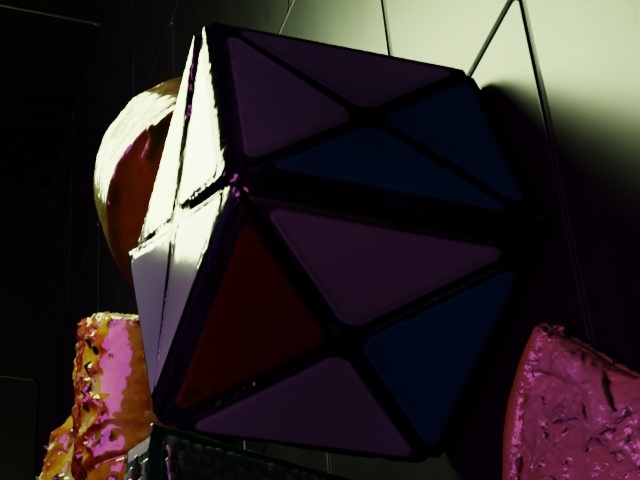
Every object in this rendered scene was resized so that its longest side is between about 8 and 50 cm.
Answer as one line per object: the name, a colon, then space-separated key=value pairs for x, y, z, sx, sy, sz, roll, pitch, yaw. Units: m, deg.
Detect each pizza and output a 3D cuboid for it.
pizza: x=0.170 y=0.150 z=1.132 sx=0.262 sy=0.034 sz=0.181 roll=-170 pitch=90 yaw=-73

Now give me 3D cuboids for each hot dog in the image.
hot dog: x=-0.240 y=0.266 z=2.159 sx=0.367 sy=0.196 sz=0.365 roll=154 pitch=120 yaw=-73

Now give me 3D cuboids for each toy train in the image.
toy train: x=-0.076 y=0.257 z=1.509 sx=0.154 sy=0.269 sz=0.115 roll=-37 pitch=42 yaw=44

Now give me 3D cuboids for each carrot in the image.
carrot: x=-0.102 y=-0.041 z=1.777 sx=0.341 sy=0.241 sz=0.241 roll=-138 pitch=58 yaw=-72

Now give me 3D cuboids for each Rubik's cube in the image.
Rubik's cube: x=0.000 y=0.000 z=1.401 sx=0.248 sy=0.246 sz=0.250 roll=-105 pitch=29 yaw=-52
